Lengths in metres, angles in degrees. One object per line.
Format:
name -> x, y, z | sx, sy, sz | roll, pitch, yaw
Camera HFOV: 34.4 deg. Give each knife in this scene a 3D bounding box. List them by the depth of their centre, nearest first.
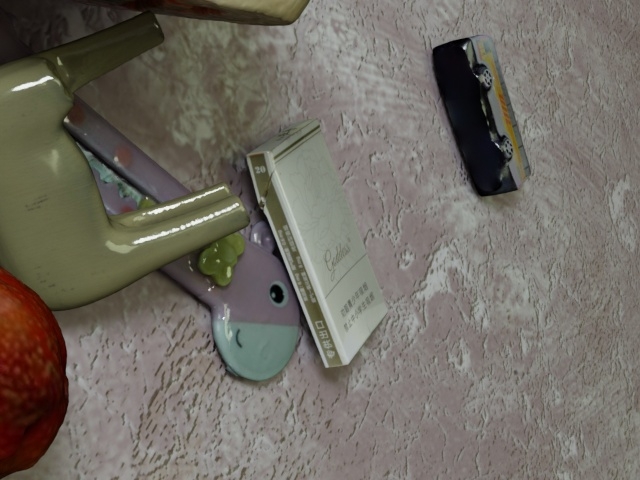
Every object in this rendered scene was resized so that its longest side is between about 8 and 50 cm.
knife -> -0.139, -0.032, 0.778 | 0.398, 0.038, 0.132 | 42, 53, -33

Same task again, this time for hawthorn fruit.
hawthorn fruit -> -0.229, 0.070, 0.582 | 0.179, 0.173, 0.173 | 45, 41, 19

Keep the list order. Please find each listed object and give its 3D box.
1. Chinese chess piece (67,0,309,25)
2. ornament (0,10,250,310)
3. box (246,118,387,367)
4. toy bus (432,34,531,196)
Chinese chess piece -> -0.128, -0.208, 0.651 | 0.270, 0.270, 0.112 | -1, 102, -46
ornament -> -0.195, -0.055, 0.668 | 0.245, 0.061, 0.230 | -26, 120, -11
box -> 0.000, 0.000, 0.903 | 0.109, 0.029, 0.198 | -44, 117, -59
toy bus -> 0.174, -0.135, 1.109 | 0.072, 0.057, 0.172 | -32, 107, -50
